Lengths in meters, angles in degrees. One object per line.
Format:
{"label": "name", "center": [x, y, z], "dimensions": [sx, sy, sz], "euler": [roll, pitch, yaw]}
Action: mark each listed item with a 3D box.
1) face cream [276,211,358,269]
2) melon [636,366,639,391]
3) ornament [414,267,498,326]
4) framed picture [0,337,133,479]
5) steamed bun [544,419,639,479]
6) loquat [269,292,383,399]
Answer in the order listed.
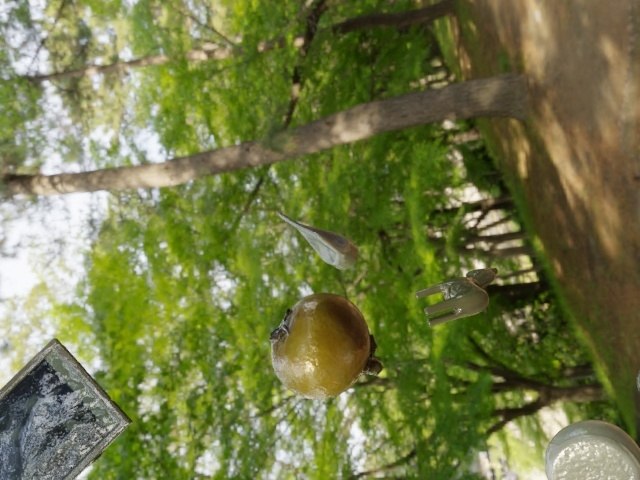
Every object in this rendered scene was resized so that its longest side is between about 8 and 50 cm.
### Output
{"label": "face cream", "center": [0.000, 0.000, 1.417], "dimensions": [0.070, 0.114, 0.224], "euler": [-61, -33, -1]}
{"label": "melon", "center": [0.800, 0.307, 1.579], "dimensions": [0.162, 0.099, 0.099], "euler": [-36, -49, -30]}
{"label": "ornament", "center": [0.374, 0.135, 1.781], "dimensions": [0.230, 0.244, 0.061], "euler": [-107, 1, -77]}
{"label": "framed picture", "center": [-0.481, 0.332, 1.133], "dimensions": [0.209, 0.281, 0.019], "euler": [42, 174, 10]}
{"label": "steamed bun", "center": [0.805, 0.655, 1.987], "dimensions": [0.177, 0.283, 0.283], "euler": [-34, -63, -66]}
{"label": "loquat", "center": [0.025, 0.325, 2.046], "dimensions": [0.328, 0.359, 0.328], "euler": [-157, 90, -78]}
